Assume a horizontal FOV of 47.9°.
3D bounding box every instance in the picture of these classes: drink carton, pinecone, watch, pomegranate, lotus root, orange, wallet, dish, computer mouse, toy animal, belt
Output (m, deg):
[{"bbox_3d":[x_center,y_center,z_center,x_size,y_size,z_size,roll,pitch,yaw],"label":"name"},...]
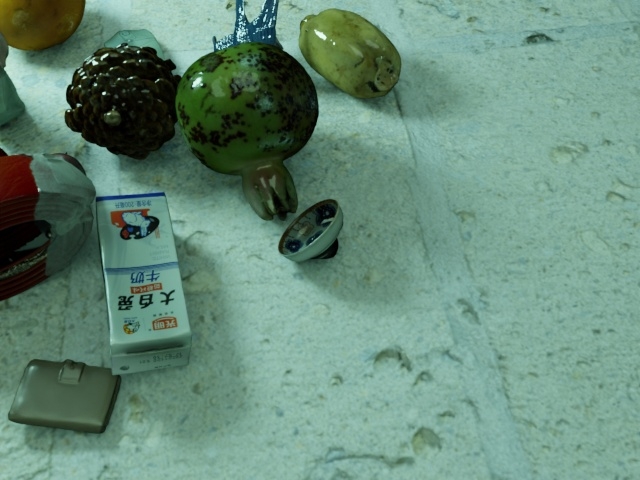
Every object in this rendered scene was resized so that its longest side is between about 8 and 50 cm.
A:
[{"bbox_3d":[-0.306,0.068,1.230,0.131,0.106,0.315,-7,53,-17],"label":"drink carton"},{"bbox_3d":[-0.388,-0.285,1.447,0.224,0.224,0.272,-5,33,-2],"label":"pinecone"},{"bbox_3d":[-0.701,-0.333,1.470,0.162,0.241,0.253,-32,57,-17],"label":"watch"},{"bbox_3d":[-0.122,-0.199,1.372,0.285,0.285,0.340,-18,87,-12],"label":"pomegranate"},{"bbox_3d":[0.056,-0.419,1.582,0.160,0.146,0.284,-21,50,-36],"label":"lotus root"},{"bbox_3d":[-0.667,-0.560,1.661,0.240,0.240,0.240,-1,52,1],"label":"orange"},{"bbox_3d":[-0.403,0.246,1.146,0.153,0.038,0.118,8,53,2],"label":"wallet"},{"bbox_3d":[0.000,0.000,1.308,0.141,0.078,0.141,-34,26,19],"label":"dish"},{"bbox_3d":[-0.423,-0.433,1.649,0.113,0.068,0.229,-24,56,-18],"label":"computer mouse"},{"bbox_3d":[-0.160,-0.433,1.591,0.176,0.239,0.255,-29,98,-51],"label":"toy animal"},{"bbox_3d":[-0.539,-0.021,1.226,0.324,0.227,0.115,-33,59,-2],"label":"belt"}]

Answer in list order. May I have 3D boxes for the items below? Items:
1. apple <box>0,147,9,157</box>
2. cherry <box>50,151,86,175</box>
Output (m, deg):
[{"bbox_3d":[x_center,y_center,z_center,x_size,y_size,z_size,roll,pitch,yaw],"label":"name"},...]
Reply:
[{"bbox_3d":[-0.686,-0.102,1.310,0.234,0.234,0.234,-1,52,1],"label":"apple"},{"bbox_3d":[-0.493,-0.133,1.378,0.115,0.148,0.188,16,54,3],"label":"cherry"}]
